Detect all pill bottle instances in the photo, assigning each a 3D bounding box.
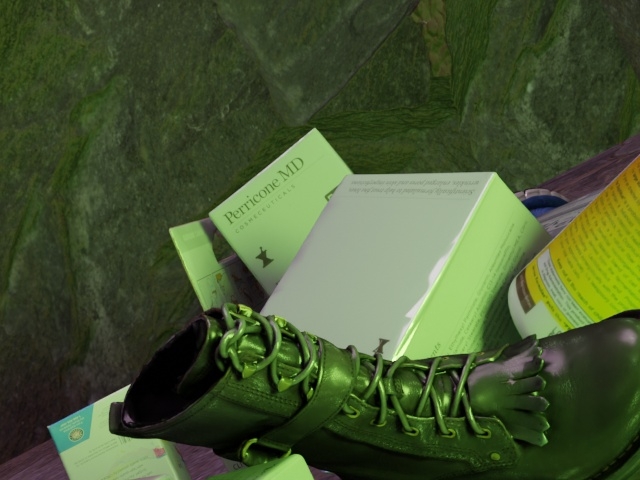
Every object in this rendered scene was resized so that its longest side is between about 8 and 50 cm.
[{"bbox_3d":[0.232,0.002,0.650,0.215,0.117,0.117,-50,-10,28],"label":"pill bottle"}]

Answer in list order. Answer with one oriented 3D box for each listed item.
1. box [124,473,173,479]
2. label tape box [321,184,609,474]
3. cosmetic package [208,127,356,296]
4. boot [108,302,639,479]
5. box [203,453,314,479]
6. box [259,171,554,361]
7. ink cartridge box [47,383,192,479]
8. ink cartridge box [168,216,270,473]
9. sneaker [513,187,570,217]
[{"bbox_3d":[-0.173,0.237,0.692,0.094,0.113,0.275,-28,1,-38],"label":"box"},{"bbox_3d":[0.156,0.070,0.914,0.249,0.115,0.347,-26,0,32],"label":"label tape box"},{"bbox_3d":[0.000,0.000,1.107,0.151,0.184,0.151,-39,-5,3],"label":"cosmetic package"},{"bbox_3d":[0.034,0.085,0.543,0.229,0.091,0.263,24,-43,-33],"label":"boot"},{"bbox_3d":[-0.045,0.182,0.515,0.087,0.101,0.102,-25,1,44],"label":"box"},{"bbox_3d":[0.067,0.051,0.782,0.181,0.119,0.182,5,58,53],"label":"box"},{"bbox_3d":[-0.178,0.224,0.948,0.092,0.143,0.090,-26,-16,-4],"label":"ink cartridge box"},{"bbox_3d":[-0.093,0.103,1.129,0.066,0.261,0.296,-27,0,11],"label":"ink cartridge box"},{"bbox_3d":[0.241,0.025,1.266,0.330,0.147,0.130,-5,-39,-41],"label":"sneaker"}]
